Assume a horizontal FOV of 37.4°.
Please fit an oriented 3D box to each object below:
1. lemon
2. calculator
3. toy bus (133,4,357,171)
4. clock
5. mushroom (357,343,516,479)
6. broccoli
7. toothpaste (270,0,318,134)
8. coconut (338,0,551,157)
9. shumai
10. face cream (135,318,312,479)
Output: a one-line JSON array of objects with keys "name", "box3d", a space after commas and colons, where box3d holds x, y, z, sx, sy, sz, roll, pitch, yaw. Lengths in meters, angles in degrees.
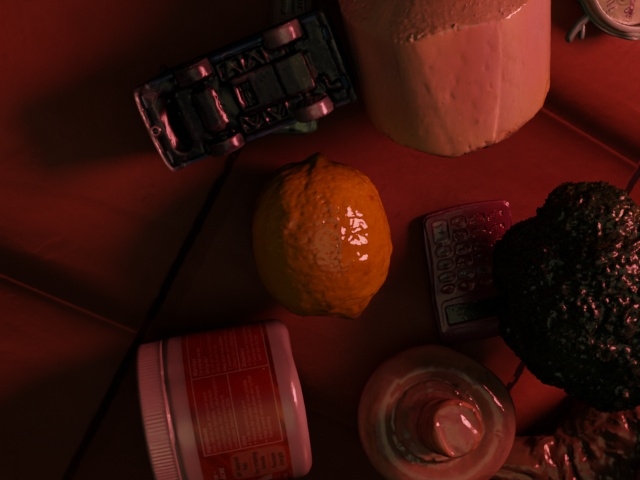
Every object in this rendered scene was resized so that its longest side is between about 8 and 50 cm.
[{"name": "lemon", "box3d": [0.000, -0.002, 1.147, 0.180, 0.180, 0.193, -7, 129, -7]}, {"name": "calculator", "box3d": [0.205, 0.043, 1.269, 0.126, 0.034, 0.190, -10, 102, -5]}, {"name": "toy bus", "box3d": [-0.082, -0.177, 1.090, 0.234, 0.133, 0.116, -20, 108, 11]}, {"name": "clock", "box3d": [0.380, -0.329, 1.170, 0.211, 0.066, 0.159, -25, 108, -1]}, {"name": "mushroom", "box3d": [0.157, 0.247, 1.231, 0.206, 0.209, 0.206, -5, 115, -11]}, {"name": "broccoli", "box3d": [0.364, 0.069, 1.185, 0.297, 0.297, 0.297, -20, 113, -41]}, {"name": "toothpaste", "box3d": [-0.036, -0.253, 1.142, 0.067, 0.037, 0.255, -1, 110, -3]}, {"name": "coconut", "box3d": [0.140, -0.242, 1.053, 0.239, 0.239, 0.244, -15, 129, -5]}, {"name": "shumai", "box3d": [0.350, 0.355, 1.343, 0.283, 0.217, 0.346, 0, 94, 24]}, {"name": "face cream", "box3d": [-0.118, 0.209, 1.177, 0.187, 0.201, 0.201, -10, 107, -6]}]
